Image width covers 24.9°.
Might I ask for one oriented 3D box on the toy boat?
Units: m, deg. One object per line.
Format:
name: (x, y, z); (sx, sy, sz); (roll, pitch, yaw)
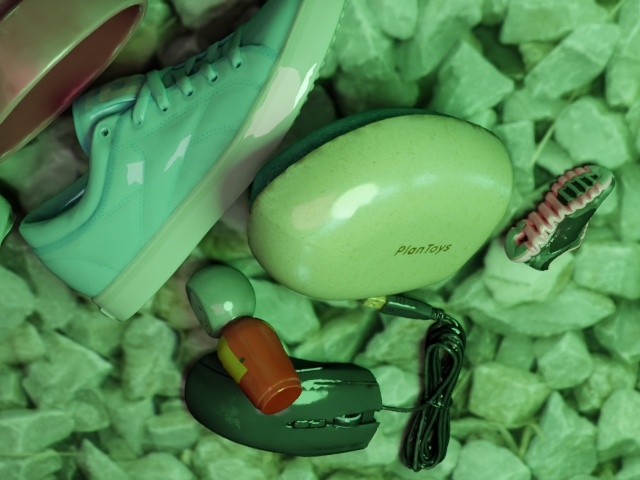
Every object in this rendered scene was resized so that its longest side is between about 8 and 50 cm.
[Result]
toy boat: (0.000, 0.000, 1.232); (0.267, 0.148, 0.318); (3, 135, -50)

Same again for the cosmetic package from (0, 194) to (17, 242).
cosmetic package: (-0.469, -0.066, 1.192); (0.217, 0.156, 0.385); (-42, 105, 7)

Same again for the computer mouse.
computer mouse: (0.010, 0.129, 1.348); (0.262, 0.060, 0.184); (12, 114, -6)

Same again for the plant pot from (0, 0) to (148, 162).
plant pot: (-0.269, -0.183, 1.151); (0.180, 0.201, 0.201); (45, 106, -1)

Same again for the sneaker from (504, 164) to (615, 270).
sneaker: (0.222, -0.017, 1.302); (0.119, 0.047, 0.057); (-43, 126, 18)

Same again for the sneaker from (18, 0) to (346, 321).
sneaker: (-0.125, -0.097, 1.210); (0.150, 0.135, 0.366); (34, 107, -16)
